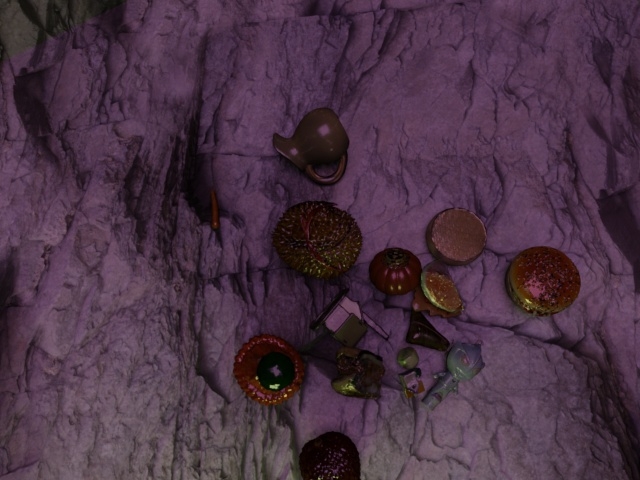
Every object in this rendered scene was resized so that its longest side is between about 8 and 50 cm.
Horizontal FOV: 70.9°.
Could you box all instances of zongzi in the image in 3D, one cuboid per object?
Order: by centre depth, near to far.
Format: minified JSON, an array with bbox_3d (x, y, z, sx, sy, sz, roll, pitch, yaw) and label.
[{"bbox_3d":[0.458,0.363,1.875,0.187,0.084,0.184,18,56,-6],"label":"zongzi"}]

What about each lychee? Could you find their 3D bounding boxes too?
[{"bbox_3d":[0.041,0.843,1.671,0.236,0.236,0.271,-20,101,-5],"label":"lychee"}]

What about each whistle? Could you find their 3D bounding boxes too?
[{"bbox_3d":[0.537,0.533,1.804,0.346,0.134,0.142,-49,121,-1],"label":"whistle"}]

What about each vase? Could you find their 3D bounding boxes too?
[{"bbox_3d":[-0.015,-0.398,2.008,0.302,0.241,0.329,-30,103,5],"label":"vase"}]

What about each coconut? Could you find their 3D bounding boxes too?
[{"bbox_3d":[0.356,0.476,1.832,0.088,0.088,0.096,-34,98,-8],"label":"coconut"}]

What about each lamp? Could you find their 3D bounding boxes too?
[{"bbox_3d":[0.311,0.128,1.866,0.223,0.196,0.223,-4,41,4],"label":"lamp"}]

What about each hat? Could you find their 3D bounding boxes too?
[{"bbox_3d":[-0.210,0.490,1.670,0.285,0.400,0.285,-1,78,3],"label":"hat"}]

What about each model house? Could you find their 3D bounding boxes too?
[{"bbox_3d":[0.373,0.571,1.798,0.088,0.100,0.100,-19,77,-7],"label":"model house"},{"bbox_3d":[0.128,0.362,1.816,0.279,0.205,0.218,42,80,2],"label":"model house"}]

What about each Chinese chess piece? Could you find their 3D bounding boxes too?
[{"bbox_3d":[0.588,-0.016,1.949,0.257,0.104,0.257,0,75,0],"label":"Chinese chess piece"}]

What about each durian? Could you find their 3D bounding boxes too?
[{"bbox_3d":[-0.003,-0.001,1.822,0.384,0.347,0.347,16,72,44],"label":"durian"}]

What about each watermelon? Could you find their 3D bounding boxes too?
[{"bbox_3d":[0.498,0.181,1.853,0.128,0.146,0.231,-20,108,24],"label":"watermelon"}]

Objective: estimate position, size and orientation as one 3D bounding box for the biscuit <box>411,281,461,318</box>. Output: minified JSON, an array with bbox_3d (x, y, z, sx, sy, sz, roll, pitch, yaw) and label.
[{"bbox_3d":[0.494,0.243,1.895,0.239,0.041,0.212,33,61,3],"label":"biscuit"}]

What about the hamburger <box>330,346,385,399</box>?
[{"bbox_3d":[0.130,0.518,1.742,0.192,0.288,0.167,-9,62,30],"label":"hamburger"}]

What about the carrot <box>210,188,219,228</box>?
[{"bbox_3d":[-0.475,-0.142,2.020,0.037,0.037,0.190,-7,72,-2],"label":"carrot"}]

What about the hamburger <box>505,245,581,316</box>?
[{"bbox_3d":[0.924,0.169,1.865,0.300,0.176,0.300,0,74,1],"label":"hamburger"}]
